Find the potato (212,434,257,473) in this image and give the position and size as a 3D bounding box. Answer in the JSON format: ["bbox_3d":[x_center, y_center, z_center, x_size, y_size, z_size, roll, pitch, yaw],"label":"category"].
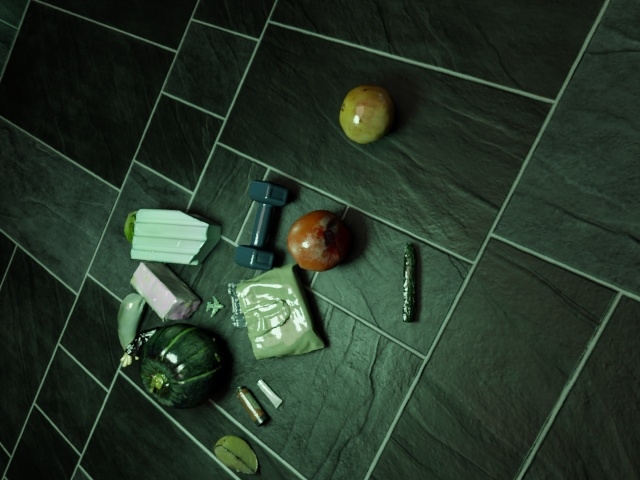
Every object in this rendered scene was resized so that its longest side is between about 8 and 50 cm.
[{"bbox_3d":[-0.303,0.770,1.634,0.172,0.089,0.100,39,126,-7],"label":"potato"}]

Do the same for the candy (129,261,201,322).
[{"bbox_3d":[-0.623,0.204,1.798,0.265,0.155,0.116,38,102,25],"label":"candy"}]

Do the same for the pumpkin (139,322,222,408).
[{"bbox_3d":[-0.515,0.466,1.668,0.322,0.241,0.324,6,102,26],"label":"pumpkin"}]

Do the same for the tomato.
[{"bbox_3d":[0.000,0.000,1.490,0.184,0.208,0.208,-28,72,41],"label":"tomato"}]

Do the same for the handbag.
[{"bbox_3d":[-0.146,0.257,1.578,0.252,0.109,0.316,-19,80,6],"label":"handbag"}]

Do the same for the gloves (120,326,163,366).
[{"bbox_3d":[-0.723,0.436,1.820,0.203,0.164,0.124,-19,49,1],"label":"gloves"}]

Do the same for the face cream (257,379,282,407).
[{"bbox_3d":[-0.184,0.552,1.622,0.115,0.020,0.038,42,102,21],"label":"face cream"}]

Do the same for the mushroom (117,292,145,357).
[{"bbox_3d":[-0.807,0.361,1.908,0.117,0.103,0.271,12,100,31],"label":"mushroom"}]

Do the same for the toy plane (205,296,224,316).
[{"bbox_3d":[-0.416,0.258,1.759,0.083,0.033,0.080,-6,67,25],"label":"toy plane"}]

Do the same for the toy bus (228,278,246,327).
[{"bbox_3d":[-0.289,0.236,1.675,0.079,0.077,0.175,-12,80,18],"label":"toy bus"}]

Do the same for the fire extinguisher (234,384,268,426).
[{"bbox_3d":[-0.259,0.596,1.639,0.177,0.050,0.062,47,143,24],"label":"fire extinguisher"}]

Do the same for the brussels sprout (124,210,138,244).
[{"bbox_3d":[-0.796,-0.040,1.947,0.139,0.100,0.181,-28,90,37],"label":"brussels sprout"}]

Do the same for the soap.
[{"bbox_3d":[-0.580,-0.014,1.803,0.346,0.115,0.209,3,85,19],"label":"soap"}]

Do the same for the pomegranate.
[{"bbox_3d":[0.156,-0.414,1.475,0.191,0.191,0.192,-3,83,25],"label":"pomegranate"}]

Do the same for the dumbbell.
[{"bbox_3d":[-0.213,-0.054,1.637,0.159,0.144,0.325,12,90,25],"label":"dumbbell"}]

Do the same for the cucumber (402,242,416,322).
[{"bbox_3d":[0.284,0.134,1.430,0.043,0.043,0.257,0,83,21],"label":"cucumber"}]
